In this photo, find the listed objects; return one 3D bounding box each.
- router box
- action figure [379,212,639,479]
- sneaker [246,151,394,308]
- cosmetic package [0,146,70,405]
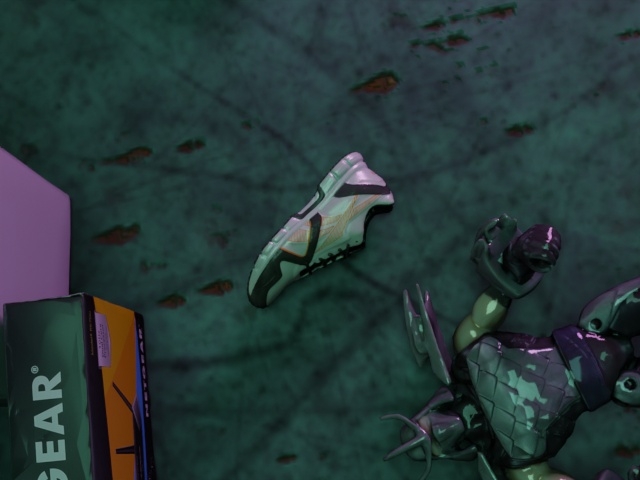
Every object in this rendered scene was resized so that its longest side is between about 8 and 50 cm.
[{"bbox_3d":[-0.123,0.124,0.630,0.046,0.133,0.179,-6,82,4],"label":"router box"},{"bbox_3d":[0.162,0.059,0.639,0.285,0.099,0.185,-24,86,4],"label":"action figure"},{"bbox_3d":[0.000,0.000,0.686,0.044,0.040,0.109,41,87,7],"label":"sneaker"},{"bbox_3d":[-0.270,0.018,0.610,0.224,0.225,0.138,-1,79,4],"label":"cosmetic package"}]
